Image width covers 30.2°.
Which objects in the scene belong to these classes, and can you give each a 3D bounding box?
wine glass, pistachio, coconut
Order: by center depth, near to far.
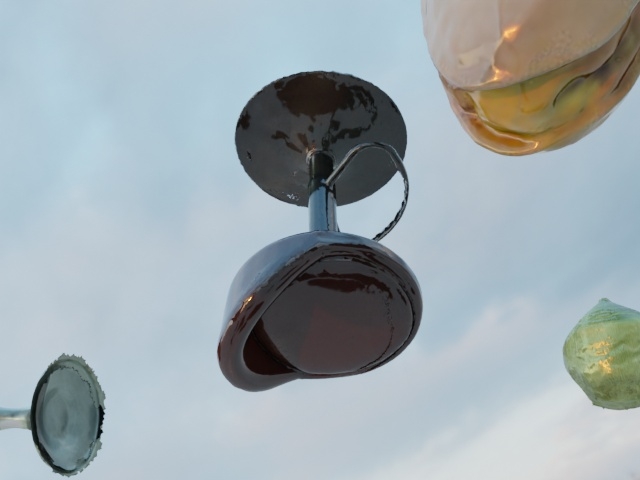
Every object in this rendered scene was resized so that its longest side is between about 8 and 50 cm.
[{"bbox_3d":[0.246,0.094,0.996,0.088,0.096,0.088,-6,-23,-2],"label":"coconut"},{"bbox_3d":[0.200,-0.230,1.112,0.230,0.308,0.230,11,-29,6],"label":"pistachio"},{"bbox_3d":[-0.420,0.215,1.417,0.321,0.143,0.143,-7,-14,22],"label":"wine glass"}]

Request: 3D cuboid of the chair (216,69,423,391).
[{"bbox_3d":[0.000,0.000,1.385,0.227,0.401,0.226,0,-49,0],"label":"chair"}]
